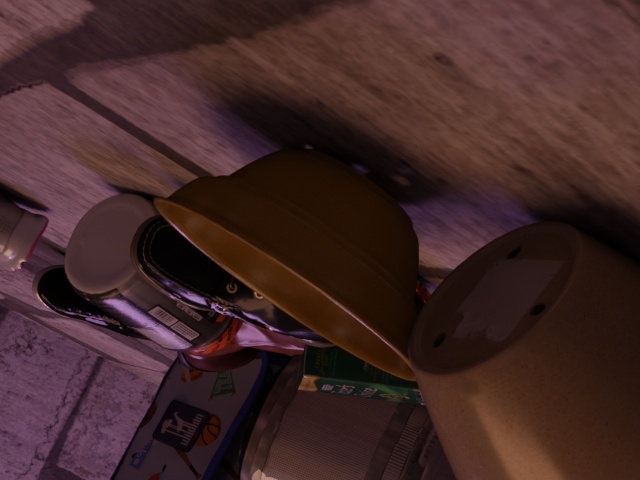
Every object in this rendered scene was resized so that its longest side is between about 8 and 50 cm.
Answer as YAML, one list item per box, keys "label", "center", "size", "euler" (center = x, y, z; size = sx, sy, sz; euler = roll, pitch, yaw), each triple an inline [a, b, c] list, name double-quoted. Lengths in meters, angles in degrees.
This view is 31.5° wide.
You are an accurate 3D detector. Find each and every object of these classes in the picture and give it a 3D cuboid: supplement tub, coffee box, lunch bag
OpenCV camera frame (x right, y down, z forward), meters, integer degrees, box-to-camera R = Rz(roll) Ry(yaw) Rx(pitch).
- label: "supplement tub"
  center: [-0.162, 0.042, 1.166]
  size: [0.117, 0.117, 0.190]
  euler: [15, 163, 35]
- label: "coffee box"
  center: [0.069, 0.146, 1.214]
  size: [0.184, 0.040, 0.113]
  euler: [8, 165, -4]
- label: "lunch bag"
  center: [-0.095, 0.339, 1.692]
  size: [0.385, 0.328, 0.239]
  euler: [23, 161, 13]

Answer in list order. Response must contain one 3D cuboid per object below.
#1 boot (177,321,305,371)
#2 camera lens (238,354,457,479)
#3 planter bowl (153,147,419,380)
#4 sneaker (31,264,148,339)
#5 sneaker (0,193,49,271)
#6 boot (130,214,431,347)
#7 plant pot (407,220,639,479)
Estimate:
- label: "boot"
  center: [-0.052, 0.108, 1.365]
  size: [0.280, 0.096, 0.264]
  euler: [3, 156, 27]
- label: "camera lens"
  center: [0.047, 0.280, 1.467]
  size: [0.274, 0.219, 0.219]
  euler: [21, 165, 14]
- label: "planter bowl"
  center: [0.000, 0.000, 0.777]
  size: [0.217, 0.090, 0.217]
  euler: [34, 170, 7]
- label: "sneaker"
  center: [-0.313, 0.093, 1.700]
  size: [0.121, 0.079, 0.217]
  euler: [5, 164, 45]
- label: "sneaker"
  center: [-0.454, -0.031, 1.451]
  size: [0.252, 0.103, 0.111]
  euler: [-1, 147, 46]
- label: "boot"
  center: [-0.031, 0.032, 0.989]
  size: [0.236, 0.085, 0.178]
  euler: [24, 165, -25]
- label: "plant pot"
  center: [0.189, 0.126, 0.717]
  size: [0.274, 0.256, 0.256]
  euler: [48, 158, -19]
